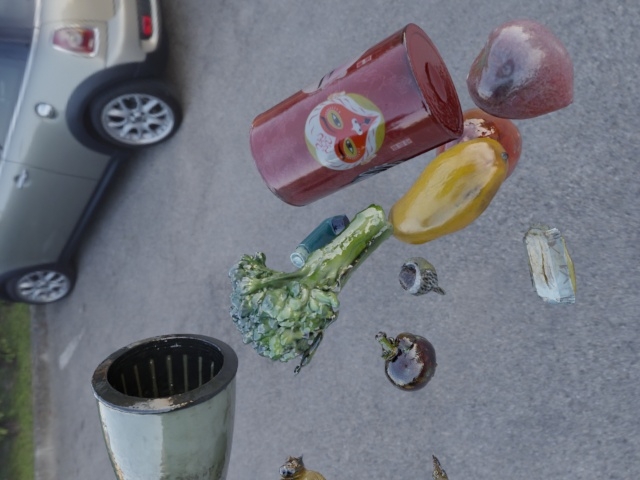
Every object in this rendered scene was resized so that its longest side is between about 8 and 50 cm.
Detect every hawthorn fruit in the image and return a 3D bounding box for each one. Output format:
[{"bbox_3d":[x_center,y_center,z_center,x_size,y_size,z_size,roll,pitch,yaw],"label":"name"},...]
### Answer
[{"bbox_3d":[0.499,-0.282,1.606,0.275,0.307,0.276,5,105,17],"label":"hawthorn fruit"}]

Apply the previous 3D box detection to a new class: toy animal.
[{"bbox_3d":[0.258,0.108,1.288,0.137,0.098,0.098,47,126,2],"label":"toy animal"}]

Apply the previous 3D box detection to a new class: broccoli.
[{"bbox_3d":[-0.010,0.049,0.712,0.275,0.198,0.177,-42,86,5],"label":"broccoli"}]

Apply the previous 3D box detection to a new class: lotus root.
[{"bbox_3d":[-0.041,0.653,1.210,0.140,0.154,0.257,91,164,-63],"label":"lotus root"}]

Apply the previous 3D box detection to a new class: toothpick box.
[{"bbox_3d":[0.059,-0.208,0.905,0.333,0.204,0.204,-20,68,32],"label":"toothpick box"}]

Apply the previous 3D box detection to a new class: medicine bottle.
[{"bbox_3d":[0.000,0.000,1.804,0.124,0.258,0.079,-2,120,43],"label":"medicine bottle"}]

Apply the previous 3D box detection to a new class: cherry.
[{"bbox_3d":[0.491,-0.409,1.232,0.239,0.239,0.206,-49,25,34],"label":"cherry"}]

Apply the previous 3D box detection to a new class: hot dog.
[{"bbox_3d":[0.716,0.074,1.572,0.162,0.081,0.271,179,76,-71],"label":"hot dog"}]

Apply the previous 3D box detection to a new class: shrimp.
[{"bbox_3d":[0.422,0.859,1.723,0.262,0.066,0.117,-107,2,-70],"label":"shrimp"}]

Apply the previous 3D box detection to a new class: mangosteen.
[{"bbox_3d":[0.325,0.463,2.012,0.231,0.289,0.231,-54,5,7],"label":"mangosteen"}]

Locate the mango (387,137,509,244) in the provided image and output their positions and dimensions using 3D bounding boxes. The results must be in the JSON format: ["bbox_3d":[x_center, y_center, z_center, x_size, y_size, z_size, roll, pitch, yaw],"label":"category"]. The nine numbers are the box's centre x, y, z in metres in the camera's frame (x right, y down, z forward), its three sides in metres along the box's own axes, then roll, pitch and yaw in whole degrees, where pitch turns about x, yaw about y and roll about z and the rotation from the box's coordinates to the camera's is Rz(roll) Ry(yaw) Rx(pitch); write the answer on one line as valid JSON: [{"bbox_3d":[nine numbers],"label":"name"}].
[{"bbox_3d":[0.281,-0.096,1.150,0.359,0.144,0.187,-47,29,42],"label":"mango"}]

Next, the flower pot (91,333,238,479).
[{"bbox_3d":[-0.317,0.410,1.102,0.293,0.293,0.330,23,120,49],"label":"flower pot"}]
